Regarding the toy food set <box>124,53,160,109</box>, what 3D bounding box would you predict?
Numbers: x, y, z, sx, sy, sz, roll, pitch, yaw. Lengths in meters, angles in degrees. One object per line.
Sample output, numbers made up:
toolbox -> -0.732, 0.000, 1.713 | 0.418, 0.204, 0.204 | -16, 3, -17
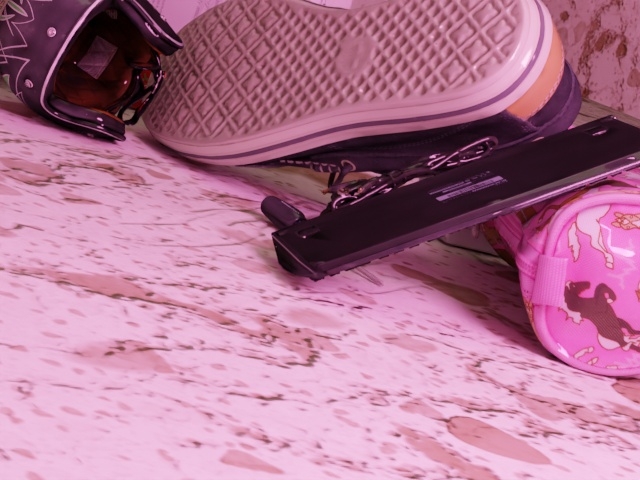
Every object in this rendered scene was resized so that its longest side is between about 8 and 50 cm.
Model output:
toy food set -> -0.161, -0.180, 1.909 | 0.232, 0.104, 0.111 | 14, 12, -22

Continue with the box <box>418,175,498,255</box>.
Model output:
box -> 0.161, -0.041, 1.795 | 0.102, 0.087, 0.101 | 14, 12, -25

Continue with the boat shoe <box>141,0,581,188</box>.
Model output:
boat shoe -> 0.026, -0.139, 1.676 | 0.500, 0.186, 0.156 | -1, -25, 40

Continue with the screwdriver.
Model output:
screwdriver -> 0.000, 0.000, 1.511 | 0.170, 0.024, 0.025 | 34, -11, 48

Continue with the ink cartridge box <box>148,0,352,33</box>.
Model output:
ink cartridge box -> -0.123, -0.254, 2.072 | 0.283, 0.207, 0.117 | 24, 14, 24

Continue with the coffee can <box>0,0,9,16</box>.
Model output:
coffee can -> -0.345, -0.286, 1.881 | 0.201, 0.201, 0.275 | 24, 12, 27

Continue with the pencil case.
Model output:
pencil case -> 0.233, -0.002, 1.548 | 0.160, 0.167, 0.386 | 60, 4, -13

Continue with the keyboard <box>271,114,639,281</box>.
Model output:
keyboard -> 0.111, -0.039, 1.440 | 0.317, 0.033, 0.201 | -18, 19, -11

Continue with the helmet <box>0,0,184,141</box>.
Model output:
helmet -> -0.232, -0.187, 1.689 | 0.161, 0.169, 0.169 | 31, 5, -26
